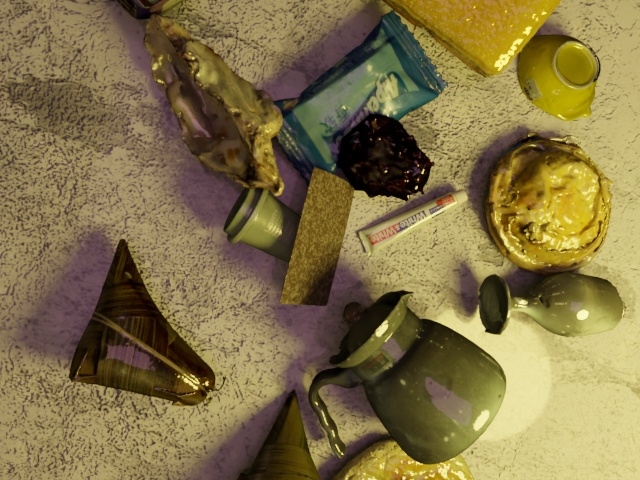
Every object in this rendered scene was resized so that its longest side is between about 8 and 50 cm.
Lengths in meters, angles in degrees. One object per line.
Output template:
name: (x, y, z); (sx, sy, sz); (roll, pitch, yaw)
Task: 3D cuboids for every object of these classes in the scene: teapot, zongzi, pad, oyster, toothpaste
teapot: (0.126, 0.232, 0.945); (0.285, 0.305, 0.223); (45, 41, -1)
zongzi: (-0.012, 0.441, 0.902); (0.286, 0.138, 0.300); (19, 73, 23)
pad: (0.000, 0.000, 0.929); (0.003, 0.158, 0.235); (14, 90, 31)
oyster: (-0.165, -0.217, 0.880); (0.341, 0.166, 0.110); (40, 42, 9)
zongzi: (-0.265, 0.147, 0.902); (0.248, 0.111, 0.241); (20, 82, -15)
toothpaste: (0.177, -0.039, 1.005); (0.218, 0.033, 0.052); (-26, 91, -3)

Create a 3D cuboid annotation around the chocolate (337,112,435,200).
chocolate: (0.132, -0.132, 0.915); (0.156, 0.133, 0.156); (-14, 119, -26)

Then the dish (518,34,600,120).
dish: (0.475, -0.324, 1.021); (0.208, 0.080, 0.149); (43, 85, -6)

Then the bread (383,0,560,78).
bread: (0.280, -0.498, 0.896); (0.324, 0.143, 0.333); (35, 112, -9)

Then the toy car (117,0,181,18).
toy car: (-0.273, -0.446, 0.823); (0.172, 0.235, 0.158); (-35, 109, -6)

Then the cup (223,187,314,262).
cup: (-0.085, -0.027, 0.922); (0.141, 0.120, 0.120); (28, 87, -18)

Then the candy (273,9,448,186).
candy: (0.062, -0.258, 0.958); (0.331, 0.077, 0.187); (-39, 104, -4)

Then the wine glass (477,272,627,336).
wine glass: (0.434, 0.122, 1.004); (0.241, 0.126, 0.126); (2, 91, -11)

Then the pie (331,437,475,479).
pie: (0.152, 0.518, 0.991); (0.338, 0.075, 0.337); (0, 91, -7)

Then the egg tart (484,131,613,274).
egg tart: (0.453, -0.073, 1.010); (0.291, 0.107, 0.290); (0, 92, -10)
